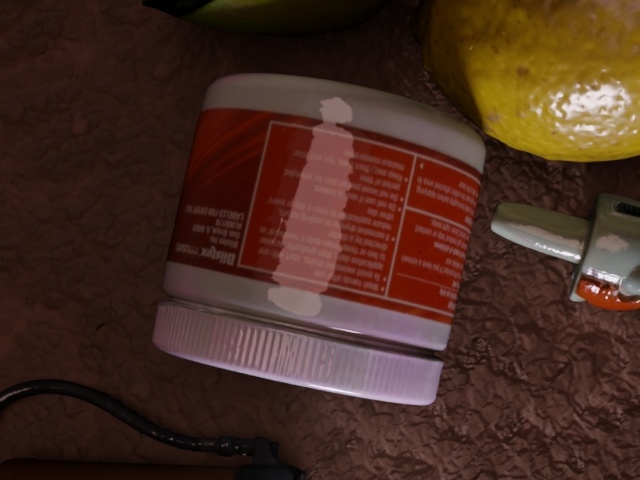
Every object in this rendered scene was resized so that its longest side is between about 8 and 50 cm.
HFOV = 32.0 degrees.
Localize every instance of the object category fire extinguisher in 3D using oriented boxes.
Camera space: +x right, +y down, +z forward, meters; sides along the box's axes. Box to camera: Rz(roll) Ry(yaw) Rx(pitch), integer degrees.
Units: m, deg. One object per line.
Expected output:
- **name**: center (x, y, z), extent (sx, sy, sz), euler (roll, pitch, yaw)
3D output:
- **fire extinguisher**: center (-0.200, 0.240, 1.058), extent (0.376, 0.113, 0.200), euler (-1, 42, 5)

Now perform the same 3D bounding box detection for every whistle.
- **whistle**: center (0.277, 0.015, 1.007), extent (0.253, 0.102, 0.105), euler (17, 90, 6)

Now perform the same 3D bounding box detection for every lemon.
- **lemon**: center (0.223, -0.192, 0.960), extent (0.310, 0.253, 0.253), euler (5, 85, 31)

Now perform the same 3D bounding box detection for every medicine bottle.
- **medicine bottle**: center (0.000, 0.000, 0.966), extent (0.253, 0.252, 0.240), euler (11, 85, 8)

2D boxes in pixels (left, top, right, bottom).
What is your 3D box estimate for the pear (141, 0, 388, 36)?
- **pear**: center (0.032, -0.315, 0.971), extent (0.165, 0.399, 0.398), euler (37, 90, -18)
